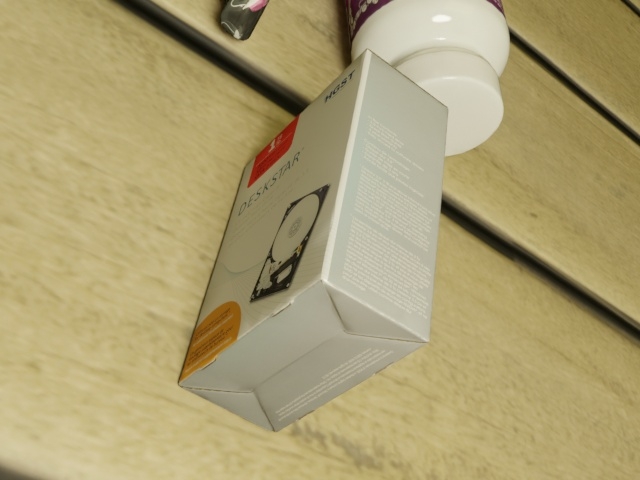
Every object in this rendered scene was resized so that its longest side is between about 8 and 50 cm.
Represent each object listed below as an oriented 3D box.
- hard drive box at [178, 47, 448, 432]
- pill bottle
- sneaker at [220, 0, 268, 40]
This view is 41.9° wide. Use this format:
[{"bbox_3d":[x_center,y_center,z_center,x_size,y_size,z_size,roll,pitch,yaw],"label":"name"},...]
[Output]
[{"bbox_3d":[0.000,0.000,0.630,0.089,0.181,0.232,32,44,-21],"label":"hard drive box"},{"bbox_3d":[0.113,-0.245,0.914,0.169,0.169,0.301,20,50,-33],"label":"pill bottle"},{"bbox_3d":[-0.082,-0.268,0.840,0.077,0.072,0.178,25,39,-13],"label":"sneaker"}]
